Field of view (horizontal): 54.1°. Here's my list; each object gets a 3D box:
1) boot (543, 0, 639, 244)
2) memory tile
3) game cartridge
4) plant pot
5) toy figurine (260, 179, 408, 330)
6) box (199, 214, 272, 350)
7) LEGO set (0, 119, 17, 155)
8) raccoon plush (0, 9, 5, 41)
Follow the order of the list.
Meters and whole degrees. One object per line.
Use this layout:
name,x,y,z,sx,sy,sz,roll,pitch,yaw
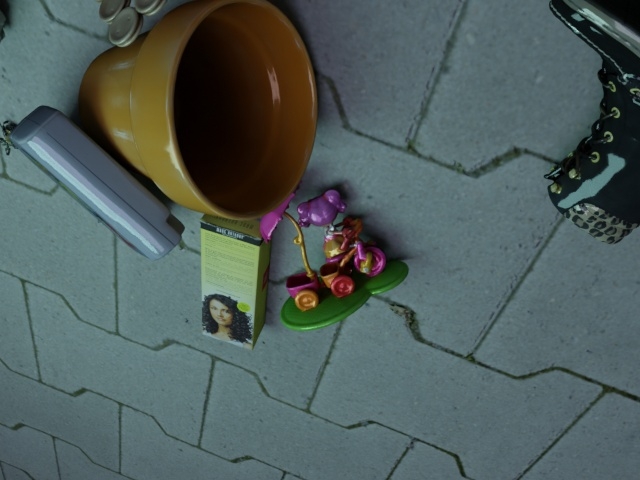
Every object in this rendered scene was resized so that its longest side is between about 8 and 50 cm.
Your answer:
boot,0.256,-0.104,0.563,0.236,0.085,0.178,34,136,-9
memory tile,-0.149,-0.252,0.563,0.148,0.113,0.012,-42,145,15
game cartridge,-0.263,-0.065,0.725,0.196,0.060,0.294,48,165,-16
plant pot,-0.137,-0.133,0.636,0.187,0.205,0.205,10,134,35
toy figurine,0.000,0.000,0.755,0.173,0.130,0.159,-20,112,10
box,-0.118,0.053,0.871,0.087,0.058,0.232,16,133,9
LEGO set,-0.426,-0.148,0.852,0.083,0.023,0.054,44,130,0
raccoon plush,-0.524,-0.348,0.658,0.446,0.216,0.299,37,156,30
